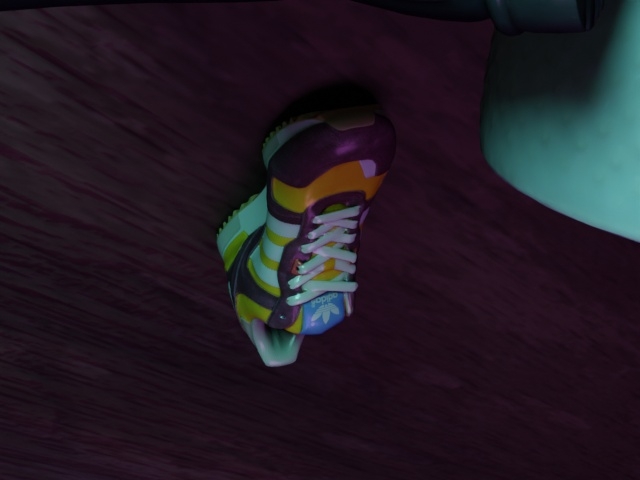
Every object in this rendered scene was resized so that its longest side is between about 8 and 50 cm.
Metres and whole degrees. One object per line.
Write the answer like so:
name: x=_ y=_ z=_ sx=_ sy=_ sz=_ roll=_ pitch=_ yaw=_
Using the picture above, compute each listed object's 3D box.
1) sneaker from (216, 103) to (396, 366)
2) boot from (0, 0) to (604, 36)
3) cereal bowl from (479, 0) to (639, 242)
sneaker: x=0.000 y=0.000 z=0.927 sx=0.069 sy=0.084 sz=0.185 roll=-8 pitch=158 yaw=-20
boot: x=0.002 y=-0.134 z=0.570 sx=0.207 sy=0.094 sz=0.246 roll=6 pitch=-150 yaw=18
cereal bowl: x=0.233 y=-0.085 z=0.683 sx=0.338 sy=0.141 sz=0.339 roll=5 pitch=-164 yaw=-1
